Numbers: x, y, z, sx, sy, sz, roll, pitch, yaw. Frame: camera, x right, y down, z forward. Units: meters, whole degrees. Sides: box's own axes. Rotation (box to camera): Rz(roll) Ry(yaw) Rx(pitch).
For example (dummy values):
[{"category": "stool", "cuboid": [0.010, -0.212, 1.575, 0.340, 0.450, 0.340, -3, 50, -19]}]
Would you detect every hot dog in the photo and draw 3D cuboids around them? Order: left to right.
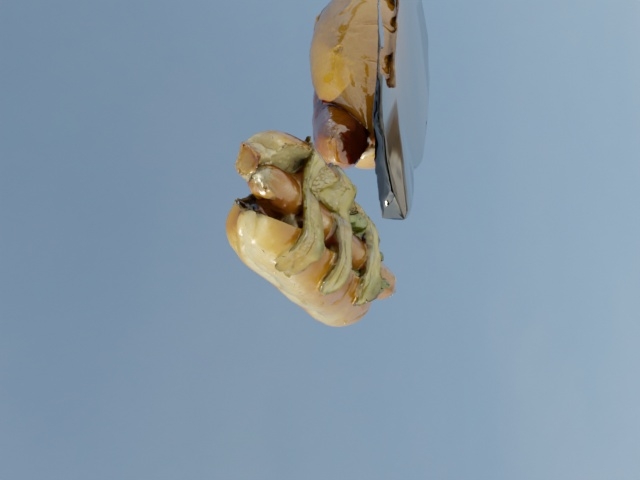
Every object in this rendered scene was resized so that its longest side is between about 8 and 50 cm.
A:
[{"category": "hot dog", "cuboid": [0.000, 0.000, 0.813, 0.269, 0.072, 0.109, 42, -131, -60]}, {"category": "hot dog", "cuboid": [0.037, -0.168, 1.054, 0.326, 0.107, 0.194, -70, -31, -56]}]
